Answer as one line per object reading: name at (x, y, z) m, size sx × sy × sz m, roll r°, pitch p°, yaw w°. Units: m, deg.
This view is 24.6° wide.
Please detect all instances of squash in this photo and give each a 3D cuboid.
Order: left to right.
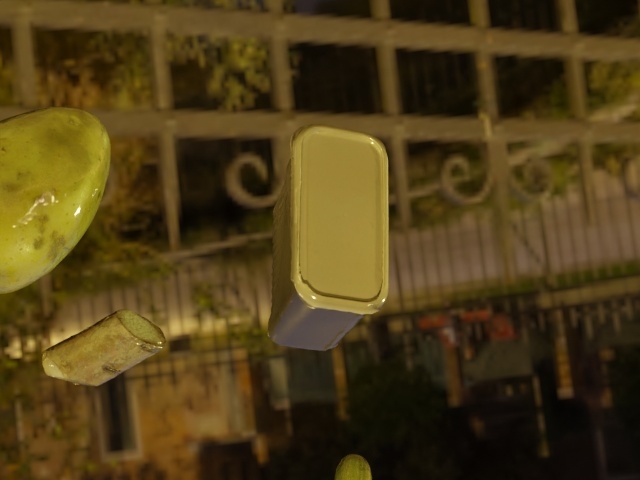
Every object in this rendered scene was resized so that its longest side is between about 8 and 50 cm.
squash at (0.050, 0.451, 2.413) m, size 0.069 × 0.239 × 0.069 m, roll 2°, pitch 132°, yaw 2°

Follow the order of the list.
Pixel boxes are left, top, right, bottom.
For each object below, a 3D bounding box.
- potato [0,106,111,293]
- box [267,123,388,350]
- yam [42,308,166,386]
potato at (-0.406, -0.056, 1.969) m, size 0.216 × 0.216 × 0.304 m, roll -13°, pitch -156°, yaw 44°
box at (0.000, 0.000, 1.948) m, size 0.138 × 0.274 × 0.178 m, roll 10°, pitch 150°, yaw -15°
yam at (-0.251, 0.129, 1.679) m, size 0.146 × 0.070 × 0.069 m, roll -29°, pitch 167°, yaw 17°
